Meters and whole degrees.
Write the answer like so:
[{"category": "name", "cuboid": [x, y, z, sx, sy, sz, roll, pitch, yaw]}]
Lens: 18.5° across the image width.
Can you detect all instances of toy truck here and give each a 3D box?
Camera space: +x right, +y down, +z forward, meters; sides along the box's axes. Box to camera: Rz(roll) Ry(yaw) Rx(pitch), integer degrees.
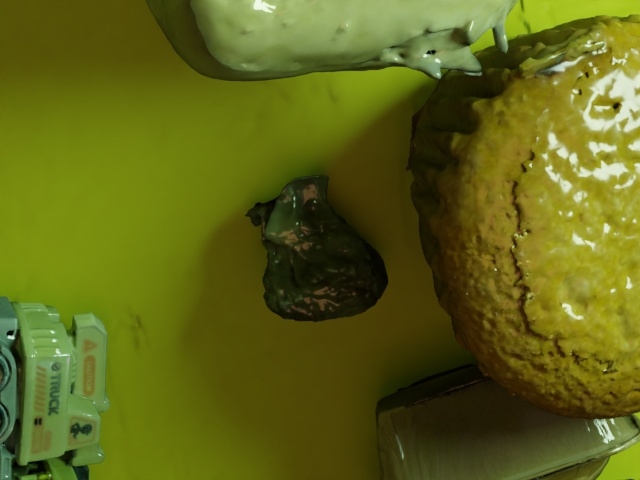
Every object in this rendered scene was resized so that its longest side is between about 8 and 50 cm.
[{"category": "toy truck", "cuboid": [-0.179, 0.117, 1.210, 0.100, 0.077, 0.169, -2, 110, -18]}]

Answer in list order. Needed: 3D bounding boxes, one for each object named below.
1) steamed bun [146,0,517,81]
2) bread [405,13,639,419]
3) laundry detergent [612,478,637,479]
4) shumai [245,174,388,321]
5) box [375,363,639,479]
[{"category": "steamed bun", "cuboid": [-0.001, -0.220, 1.037, 0.232, 0.166, 0.273, -16, 119, -11]}, {"category": "bread", "cuboid": [0.156, -0.015, 1.125, 0.240, 0.139, 0.240, -5, 101, -28]}, {"category": "laundry detergent", "cuboid": [0.089, 0.244, 1.277, 0.289, 0.094, 0.143, -10, 126, 3]}, {"category": "shumai", "cuboid": [0.000, 0.000, 1.176, 0.083, 0.082, 0.080, -13, 114, -25]}, {"category": "box", "cuboid": [0.111, 0.128, 1.222, 0.177, 0.111, 0.111, -18, 113, 3]}]
